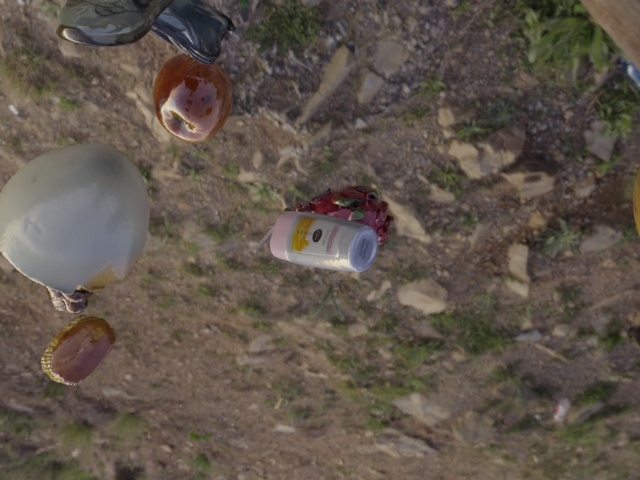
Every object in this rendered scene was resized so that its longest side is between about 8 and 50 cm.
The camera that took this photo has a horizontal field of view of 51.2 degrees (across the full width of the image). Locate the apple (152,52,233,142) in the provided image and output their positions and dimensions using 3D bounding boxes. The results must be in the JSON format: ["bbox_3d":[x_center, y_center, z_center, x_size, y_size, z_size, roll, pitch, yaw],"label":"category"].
[{"bbox_3d":[-0.369,-0.407,1.928,0.253,0.254,0.254,-9,139,-8],"label":"apple"}]

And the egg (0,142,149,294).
[{"bbox_3d":[-0.417,-0.059,1.158,0.264,0.286,0.174,32,132,-11],"label":"egg"}]

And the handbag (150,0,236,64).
[{"bbox_3d":[-0.348,-0.534,1.516,0.332,0.192,0.075,29,134,-23],"label":"handbag"}]

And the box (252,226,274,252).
[{"bbox_3d":[-0.151,-0.002,1.792,0.083,0.012,0.046,-49,-177,-10],"label":"box"}]

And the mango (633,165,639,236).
[{"bbox_3d":[0.596,0.022,0.963,0.220,0.445,0.301,-21,139,31],"label":"mango"}]

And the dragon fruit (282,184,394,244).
[{"bbox_3d":[0.056,-0.054,1.835,0.272,0.219,0.198,-7,135,34],"label":"dragon fruit"}]

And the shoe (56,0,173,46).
[{"bbox_3d":[-0.288,-0.364,0.958,0.103,0.275,0.098,9,134,8],"label":"shoe"}]

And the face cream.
[{"bbox_3d":[0.000,0.000,1.022,0.057,0.084,0.198,24,170,-41],"label":"face cream"}]

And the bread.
[{"bbox_3d":[-0.634,0.287,1.760,0.132,0.191,0.114,46,150,-24],"label":"bread"}]

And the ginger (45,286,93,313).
[{"bbox_3d":[-0.558,0.110,1.491,0.103,0.073,0.162,24,144,11],"label":"ginger"}]
